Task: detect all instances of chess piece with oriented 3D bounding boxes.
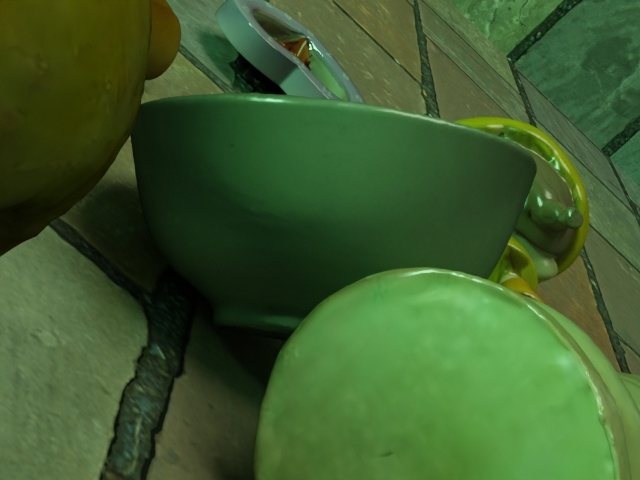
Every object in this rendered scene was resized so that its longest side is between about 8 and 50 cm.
[{"bbox_3d":[0.153,0.167,0.936,0.234,0.234,0.442,55,15,26],"label":"chess piece"}]

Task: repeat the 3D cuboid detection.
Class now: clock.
[{"bbox_3d":[-0.037,-0.190,1.490,0.198,0.064,0.172,42,18,-13],"label":"clock"}]

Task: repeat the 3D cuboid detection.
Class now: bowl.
[{"bbox_3d":[0.000,0.000,0.955,0.289,0.146,0.289,7,-6,1],"label":"bowl"}]

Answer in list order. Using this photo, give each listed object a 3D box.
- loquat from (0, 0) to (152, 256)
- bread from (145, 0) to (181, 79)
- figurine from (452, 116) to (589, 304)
[{"bbox_3d":[-0.217,-0.101,0.581,0.275,0.275,0.275,41,19,-17],"label":"loquat"},{"bbox_3d":[-0.208,-0.202,1.119,0.239,0.074,0.092,16,40,-57],"label":"bread"},{"bbox_3d":[0.178,-0.005,1.417,0.215,0.187,0.343,31,27,-7],"label":"figurine"}]
